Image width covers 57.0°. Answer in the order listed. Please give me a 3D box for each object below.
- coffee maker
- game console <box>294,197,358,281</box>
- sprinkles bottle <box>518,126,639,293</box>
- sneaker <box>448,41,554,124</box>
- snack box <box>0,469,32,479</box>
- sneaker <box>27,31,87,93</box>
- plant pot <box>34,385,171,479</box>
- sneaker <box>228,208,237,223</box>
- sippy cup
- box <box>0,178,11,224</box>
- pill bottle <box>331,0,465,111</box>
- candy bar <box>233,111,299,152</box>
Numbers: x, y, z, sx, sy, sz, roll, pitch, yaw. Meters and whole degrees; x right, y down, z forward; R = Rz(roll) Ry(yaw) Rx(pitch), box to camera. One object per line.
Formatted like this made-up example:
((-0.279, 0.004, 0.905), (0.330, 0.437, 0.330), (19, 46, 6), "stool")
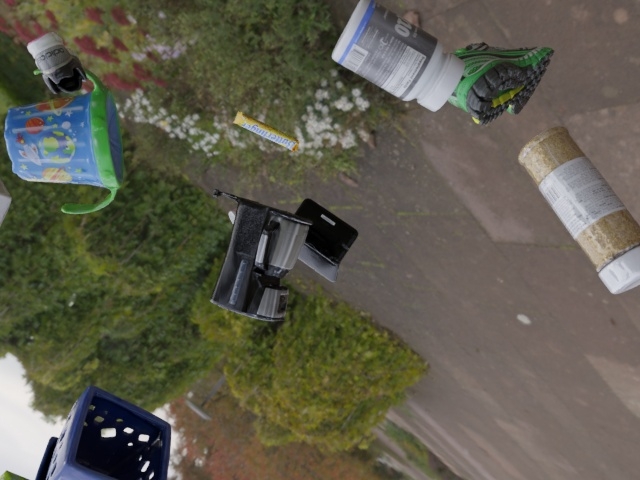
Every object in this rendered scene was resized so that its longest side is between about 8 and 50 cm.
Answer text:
((-0.113, 0.027, 0.976), (0.171, 0.178, 0.120), (20, -177, 38), "coffee maker")
((0.000, 0.000, 1.086), (0.122, 0.107, 0.071), (34, -178, 16), "game console")
((0.550, -0.068, 1.212), (0.121, 0.121, 0.355), (81, 164, -65), "sprinkles bottle")
((0.324, -0.320, 1.101), (0.146, 0.343, 0.134), (39, 125, 22), "sneaker")
((-0.289, 0.348, 0.530), (0.207, 0.174, 0.070), (28, 157, 36), "snack box")
((-0.394, -0.256, 0.903), (0.075, 0.063, 0.170), (64, 169, -6), "sneaker")
((-0.493, 0.508, 1.310), (0.236, 0.212, 0.236), (37, -164, -25), "plant pot")
((-0.194, -0.033, 1.622), (0.051, 0.070, 0.134), (-11, 107, 54), "sneaker")
((-0.588, -0.228, 1.362), (0.240, 0.224, 0.305), (125, 138, -75), "sippy cup")
((-0.458, -0.053, 0.618), (0.203, 0.103, 0.114), (22, -170, -45), "box")
((0.089, -0.208, 0.671), (0.137, 0.078, 0.078), (27, 164, -10), "pill bottle")
((-0.121, -0.248, 1.353), (0.161, 0.018, 0.040), (26, 141, -7), "candy bar")
